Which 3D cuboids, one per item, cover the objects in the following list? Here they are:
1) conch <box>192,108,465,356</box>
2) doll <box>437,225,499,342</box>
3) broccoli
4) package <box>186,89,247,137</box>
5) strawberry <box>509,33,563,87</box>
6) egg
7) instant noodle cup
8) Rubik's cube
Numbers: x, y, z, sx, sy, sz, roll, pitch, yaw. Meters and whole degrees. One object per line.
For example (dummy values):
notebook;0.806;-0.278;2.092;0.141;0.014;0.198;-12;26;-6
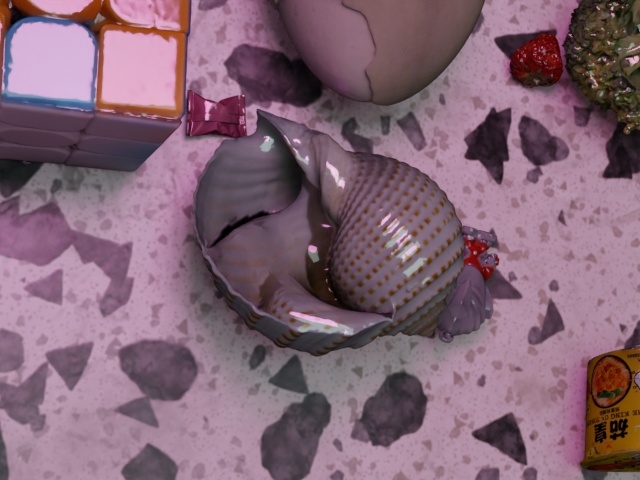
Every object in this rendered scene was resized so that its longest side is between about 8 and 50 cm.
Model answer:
conch;0.002;0.012;1.583;0.303;0.215;0.319;-37;63;-26
doll;0.187;0.058;1.709;0.094;0.079;0.180;20;62;1
broccoli;0.479;-0.254;1.781;0.288;0.235;0.260;-38;60;-12
package;-0.132;-0.158;1.657;0.083;0.029;0.059;2;84;-27
strawberry;0.298;-0.251;1.798;0.073;0.073;0.083;23;65;-14
egg;0.069;-0.332;1.620;0.278;0.278;0.336;15;74;-16
instant noodle cup;0.424;0.219;1.714;0.182;0.182;0.144;4;71;-18
Rubik's cube;-0.312;-0.252;1.472;0.291;0.290;0.291;5;81;-18
